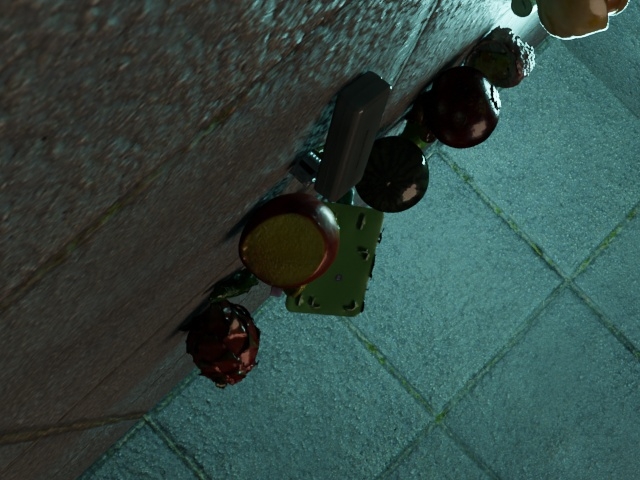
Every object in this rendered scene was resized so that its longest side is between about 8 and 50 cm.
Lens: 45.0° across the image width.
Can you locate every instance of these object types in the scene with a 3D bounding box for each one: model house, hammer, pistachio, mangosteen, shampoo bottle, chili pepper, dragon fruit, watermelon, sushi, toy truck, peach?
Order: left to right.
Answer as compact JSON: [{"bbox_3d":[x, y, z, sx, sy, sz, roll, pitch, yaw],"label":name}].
[{"bbox_3d":[-0.260,0.263,2.077,0.192,0.274,0.193,1,-176,38],"label":"dragon fruit"},{"bbox_3d":[-0.237,0.128,1.994,0.088,0.059,0.227,-41,175,20],"label":"chili pepper"},{"bbox_3d":[-0.063,0.001,1.525,0.192,0.190,0.190,-35,171,-43],"label":"peach"},{"bbox_3d":[-0.008,-0.145,1.463,0.063,0.052,0.123,-51,175,26],"label":"toy truck"},{"bbox_3d":[0.000,0.000,2.257,0.313,0.242,0.358,-132,-130,-62],"label":"model house"},{"bbox_3d":[0.189,-0.174,2.050,0.212,0.212,0.212,-44,176,-4],"label":"watermelon"},{"bbox_3d":[0.257,-0.342,2.301,0.058,0.029,0.292,-46,175,-6],"label":"hammer"},{"bbox_3d":[0.347,-0.343,2.054,0.257,0.215,0.215,-14,-167,30],"label":"mangosteen"},{"bbox_3d":[0.498,-0.490,2.157,0.107,0.161,0.241,-44,175,-25],"label":"sushi"},{"bbox_3d":[0.561,-0.633,2.000,0.204,0.065,0.065,-41,175,-42],"label":"shampoo bottle"},{"bbox_3d":[0.566,-0.567,1.679,0.230,0.230,0.309,-44,159,-2],"label":"pistachio"}]

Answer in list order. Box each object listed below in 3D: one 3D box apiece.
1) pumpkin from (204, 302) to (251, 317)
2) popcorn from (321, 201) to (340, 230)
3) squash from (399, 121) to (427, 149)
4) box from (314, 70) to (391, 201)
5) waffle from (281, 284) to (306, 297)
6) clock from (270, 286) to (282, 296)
[{"bbox_3d":[-0.289,0.261,2.275,0.194,0.150,0.194,-42,-162,18],"label":"pumpkin"},{"bbox_3d":[-0.046,-0.016,1.800,0.197,0.156,0.197,-23,170,-4],"label":"popcorn"},{"bbox_3d":[0.311,-0.347,2.198,0.292,0.082,0.082,-52,180,-24],"label":"squash"},{"bbox_3d":[0.052,-0.175,1.342,0.103,0.055,0.244,-42,162,-33],"label":"box"},{"bbox_3d":[-0.056,0.028,1.995,0.211,0.160,0.055,-45,175,25],"label":"waffle"},{"bbox_3d":[-0.126,0.076,2.236,0.198,0.064,0.172,119,-16,-77],"label":"clock"}]
